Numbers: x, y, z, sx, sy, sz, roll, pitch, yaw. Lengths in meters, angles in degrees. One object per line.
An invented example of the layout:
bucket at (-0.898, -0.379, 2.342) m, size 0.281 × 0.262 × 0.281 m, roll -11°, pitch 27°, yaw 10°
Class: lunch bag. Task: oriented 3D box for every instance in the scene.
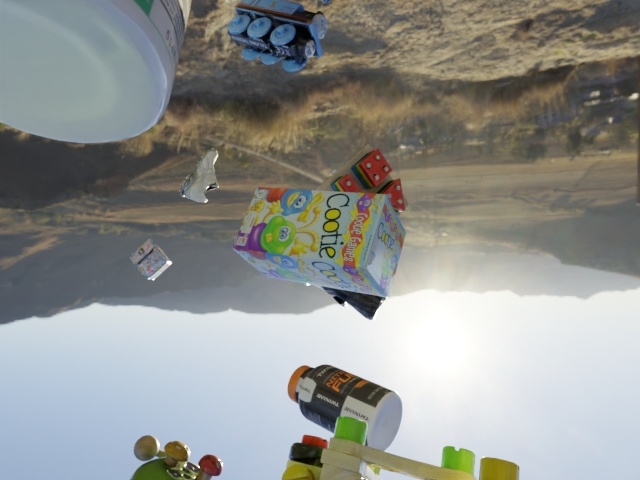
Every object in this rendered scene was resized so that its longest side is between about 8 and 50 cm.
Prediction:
lunch bag at (-0.430, 0.047, 1.166) m, size 0.071 × 0.083 × 0.053 m, roll -42°, pitch 172°, yaw -6°

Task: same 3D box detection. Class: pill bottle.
pill bottle at (0.042, 0.348, 1.001) m, size 0.245 × 0.130 × 0.130 m, roll 10°, pitch -177°, yaw 40°
pill bottle at (-0.214, -0.292, 0.430) m, size 0.204 × 0.361 × 0.204 m, roll 2°, pitch 155°, yaw 1°

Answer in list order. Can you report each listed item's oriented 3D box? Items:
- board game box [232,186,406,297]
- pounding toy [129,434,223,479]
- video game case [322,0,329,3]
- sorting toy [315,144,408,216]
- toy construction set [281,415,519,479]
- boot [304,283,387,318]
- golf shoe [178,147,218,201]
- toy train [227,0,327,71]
board game box at (0.000, 0.000, 0.883) m, size 0.275 × 0.142 × 0.144 m, roll 6°, pitch 155°, yaw 29°
pounding toy at (-0.281, 0.462, 0.949) m, size 0.183 × 0.110 × 0.237 m, roll 32°, pitch 172°, yaw -25°
video game case at (-0.035, -0.474, 0.745) m, size 0.166 × 0.015 × 0.119 m, roll 11°, pitch 130°, yaw -25°
sorting toy at (0.161, -0.143, 1.496) m, size 0.257 × 0.255 × 0.089 m, roll -43°, pitch -164°, yaw -24°
toy construction set at (0.071, 0.282, 0.467) m, size 0.215 × 0.151 × 0.328 m, roll 5°, pitch 135°, yaw 17°
boot at (0.081, 0.126, 1.416) m, size 0.260 × 0.131 × 0.348 m, roll 23°, pitch -172°, yaw 8°
golf shoe at (-0.316, -0.177, 1.285) m, size 0.086 × 0.176 × 0.069 m, roll 28°, pitch 151°, yaw -8°
toy train at (-0.070, -0.346, 0.758) m, size 0.184 × 0.105 × 0.080 m, roll 27°, pitch 164°, yaw 30°
